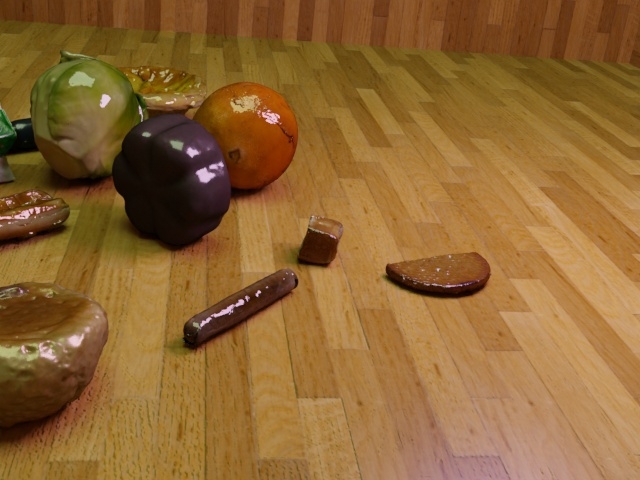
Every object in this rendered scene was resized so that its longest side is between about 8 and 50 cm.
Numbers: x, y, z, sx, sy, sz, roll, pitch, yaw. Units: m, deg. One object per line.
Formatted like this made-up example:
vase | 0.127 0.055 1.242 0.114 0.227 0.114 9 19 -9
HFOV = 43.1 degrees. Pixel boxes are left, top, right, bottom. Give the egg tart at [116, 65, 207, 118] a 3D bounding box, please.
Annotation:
egg tart | -0.463 -0.377 2.153 0.341 0.132 0.341 4 24 -2

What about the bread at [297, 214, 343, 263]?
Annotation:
bread | 0.001 0.002 1.510 0.070 0.076 0.083 19 25 1

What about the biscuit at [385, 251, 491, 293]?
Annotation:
biscuit | 0.229 0.063 1.478 0.206 0.025 0.126 -7 27 -24

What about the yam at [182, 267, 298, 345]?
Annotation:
yam | -0.125 0.102 1.292 0.046 0.046 0.264 20 27 28

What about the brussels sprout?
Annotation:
brussels sprout | -0.503 -0.265 1.757 0.227 0.259 0.294 0 44 22

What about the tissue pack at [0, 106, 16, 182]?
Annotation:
tissue pack | -0.745 -0.178 1.660 0.209 0.148 0.156 -20 75 -45

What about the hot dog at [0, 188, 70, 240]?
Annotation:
hot dog | -0.573 -0.035 1.462 0.109 0.072 0.269 20 27 32

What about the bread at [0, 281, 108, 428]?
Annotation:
bread | -0.398 0.145 1.040 0.244 0.134 0.244 5 21 -2

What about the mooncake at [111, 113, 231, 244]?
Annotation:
mooncake | -0.279 -0.114 1.513 0.245 0.245 0.133 21 32 30

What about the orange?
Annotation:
orange | -0.167 -0.228 1.772 0.240 0.240 0.240 5 25 -2

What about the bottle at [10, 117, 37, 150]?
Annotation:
bottle | -0.659 -0.261 1.930 0.244 0.072 0.082 -18 -3 -43
